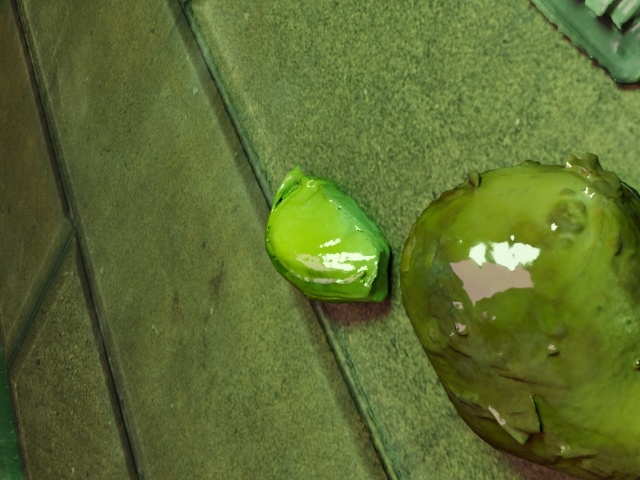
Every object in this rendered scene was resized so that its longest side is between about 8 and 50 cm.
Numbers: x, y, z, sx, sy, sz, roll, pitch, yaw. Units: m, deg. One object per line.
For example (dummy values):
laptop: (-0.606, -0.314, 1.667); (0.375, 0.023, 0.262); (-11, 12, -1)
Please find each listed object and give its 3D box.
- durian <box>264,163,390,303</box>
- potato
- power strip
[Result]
durian: (0.000, 0.000, 0.967); (0.139, 0.101, 0.250); (-45, 46, -5)
potato: (0.182, 0.078, 0.659); (0.246, 0.196, 0.300); (-28, 68, 49)
power strip: (0.277, -0.278, 0.661); (0.213, 0.064, 0.198); (-57, 50, 31)
